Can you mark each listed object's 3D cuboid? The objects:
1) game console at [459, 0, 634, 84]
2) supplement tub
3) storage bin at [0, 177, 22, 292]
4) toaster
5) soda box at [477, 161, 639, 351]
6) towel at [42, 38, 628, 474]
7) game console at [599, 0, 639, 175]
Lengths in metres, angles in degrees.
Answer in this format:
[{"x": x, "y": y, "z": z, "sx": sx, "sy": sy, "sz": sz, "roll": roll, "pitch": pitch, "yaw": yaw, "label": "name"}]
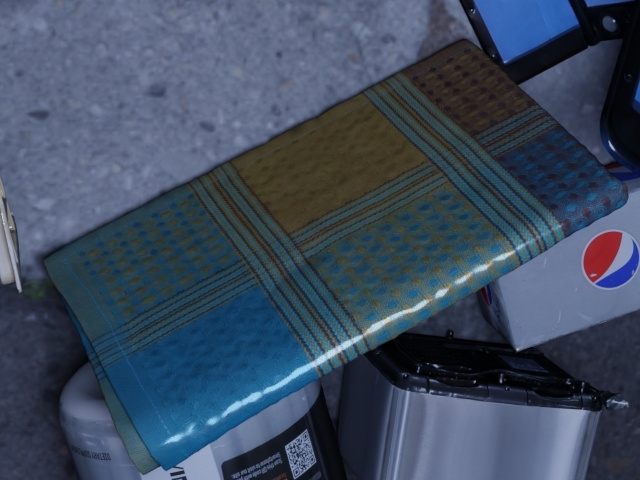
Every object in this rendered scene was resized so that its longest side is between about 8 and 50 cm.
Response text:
[{"x": 0.174, "y": -0.197, "z": 1.317, "sx": 0.085, "sy": 0.124, "sz": 0.144, "roll": -39, "pitch": 112, "yaw": -28, "label": "game console"}, {"x": -0.065, "y": 0.228, "z": 1.321, "sx": 0.194, "sy": 0.193, "sz": 0.316, "roll": -18, "pitch": 107, "yaw": -7, "label": "supplement tub"}, {"x": -0.339, "y": -0.021, "z": 1.163, "sx": 0.262, "sy": 0.260, "sz": 0.123, "roll": -10, "pitch": 103, "yaw": -9, "label": "storage bin"}, {"x": 0.115, "y": 0.139, "z": 1.341, "sx": 0.168, "sy": 0.186, "sz": 0.110, "roll": 6, "pitch": 99, "yaw": -14, "label": "toaster"}, {"x": 0.260, "y": -0.012, "z": 1.379, "sx": 0.286, "sy": 0.091, "sz": 0.098, "roll": -19, "pitch": 107, "yaw": -6, "label": "soda box"}, {"x": 0.000, "y": 0.000, "z": 1.238, "sx": 0.370, "sy": 0.271, "sz": 0.040, "roll": -28, "pitch": 125, "yaw": -5, "label": "towel"}, {"x": 0.373, "y": -0.143, "z": 1.262, "sx": 0.173, "sy": 0.250, "sz": 0.293, "roll": 46, "pitch": 55, "yaw": -47, "label": "game console"}]
